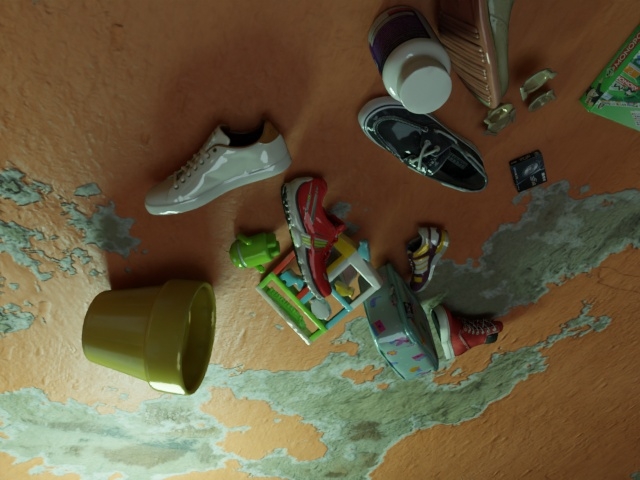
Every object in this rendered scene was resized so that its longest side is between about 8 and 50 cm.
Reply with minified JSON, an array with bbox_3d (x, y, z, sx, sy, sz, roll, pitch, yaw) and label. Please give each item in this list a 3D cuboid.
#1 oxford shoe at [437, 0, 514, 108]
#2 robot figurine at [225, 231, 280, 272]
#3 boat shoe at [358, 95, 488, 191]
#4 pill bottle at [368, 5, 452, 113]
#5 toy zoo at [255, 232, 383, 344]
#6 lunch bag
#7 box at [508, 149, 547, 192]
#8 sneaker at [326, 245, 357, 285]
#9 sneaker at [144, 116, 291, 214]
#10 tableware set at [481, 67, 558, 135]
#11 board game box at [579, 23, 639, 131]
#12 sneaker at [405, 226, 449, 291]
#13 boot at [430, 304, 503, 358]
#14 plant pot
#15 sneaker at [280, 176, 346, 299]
[{"bbox_3d":[0.270,-0.378,0.900,0.146,0.140,0.397,-36,142,-4],"label":"oxford shoe"},{"bbox_3d":[-0.147,0.022,1.253,0.115,0.067,0.101,-16,132,6],"label":"robot figurine"},{"bbox_3d":[0.206,-0.174,1.103,0.301,0.102,0.108,24,125,-30],"label":"boat shoe"},{"bbox_3d":[0.145,-0.288,0.918,0.108,0.193,0.108,-5,134,-5],"label":"pill bottle"},{"bbox_3d":[0.006,0.088,1.298,0.192,0.030,0.293,46,118,0],"label":"toy zoo"},{"bbox_3d":[0.190,0.191,1.375,0.108,0.224,0.279,-20,140,15],"label":"lunch bag"},{"bbox_3d":[0.447,-0.148,1.230,0.067,0.018,0.083,-22,133,11],"label":"box"},{"bbox_3d":[0.048,0.047,1.332,0.051,0.070,0.134,5,117,42],"label":"sneaker"},{"bbox_3d":[-0.208,-0.148,1.065,0.290,0.106,0.123,-23,127,-1],"label":"sneaker"},{"bbox_3d":[0.373,-0.253,1.075,0.169,0.020,0.141,-36,160,20],"label":"tableware set"},{"bbox_3d":[0.697,-0.303,1.109,0.317,0.046,0.213,13,131,-22],"label":"board game box"},{"bbox_3d":[0.232,0.042,1.348,0.084,0.069,0.185,12,124,-10],"label":"sneaker"},{"bbox_3d":[0.398,0.225,1.538,0.176,0.088,0.244,-20,142,9],"label":"boot"},{"bbox_3d":[-0.383,0.205,1.283,0.239,0.254,0.254,6,134,6],"label":"plant pot"},{"bbox_3d":[0.000,0.000,1.196,0.118,0.107,0.279,-14,116,-4],"label":"sneaker"}]
